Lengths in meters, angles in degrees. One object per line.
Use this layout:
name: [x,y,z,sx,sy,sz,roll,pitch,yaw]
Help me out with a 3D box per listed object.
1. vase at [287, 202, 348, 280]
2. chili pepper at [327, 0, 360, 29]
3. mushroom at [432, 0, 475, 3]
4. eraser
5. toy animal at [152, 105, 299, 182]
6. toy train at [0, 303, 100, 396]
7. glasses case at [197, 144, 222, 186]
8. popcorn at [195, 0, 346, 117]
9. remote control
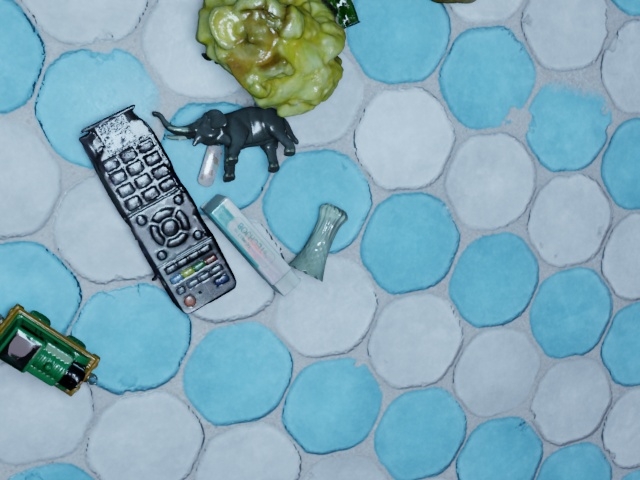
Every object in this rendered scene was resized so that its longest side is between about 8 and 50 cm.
vase: [0.000,0.000,1.494,0.081,0.081,0.149,26,87,-20]
chili pepper: [0.000,-0.507,1.415,0.088,0.059,0.227,-23,104,-8]
mushroom: [0.233,-0.634,1.449,0.122,0.095,0.351,-16,103,4]
eraser: [-0.136,0.008,1.439,0.052,0.095,0.225,-43,109,-11]
toy animal: [-0.172,-0.187,1.386,0.269,0.082,0.137,-4,66,-15]
toy train: [-0.501,0.204,1.337,0.227,0.136,0.091,40,87,-17]
glasses case: [-0.213,-0.144,1.427,0.032,0.021,0.083,17,94,-21]
popcorn: [-0.088,-0.354,1.332,0.286,0.252,0.215,38,128,-12]
remote control: [-0.306,-0.050,1.393,0.144,0.062,0.399,-29,108,-10]
